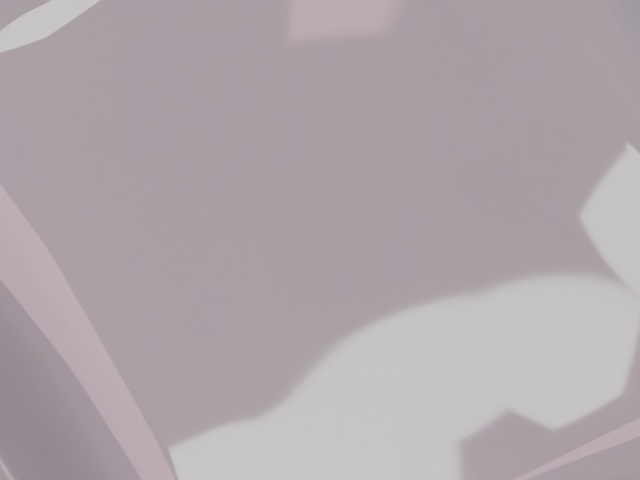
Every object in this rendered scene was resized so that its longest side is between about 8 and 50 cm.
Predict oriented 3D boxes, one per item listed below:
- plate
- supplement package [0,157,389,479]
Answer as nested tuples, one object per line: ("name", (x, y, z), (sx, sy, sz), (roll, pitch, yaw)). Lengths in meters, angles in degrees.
("plate", (0.000, 0.000, 0.494), (0.277, 0.045, 0.278), (-30, 95, 27))
("supplement package", (-0.050, 0.050, 0.655), (0.177, 0.175, 0.293), (21, 114, 16))
